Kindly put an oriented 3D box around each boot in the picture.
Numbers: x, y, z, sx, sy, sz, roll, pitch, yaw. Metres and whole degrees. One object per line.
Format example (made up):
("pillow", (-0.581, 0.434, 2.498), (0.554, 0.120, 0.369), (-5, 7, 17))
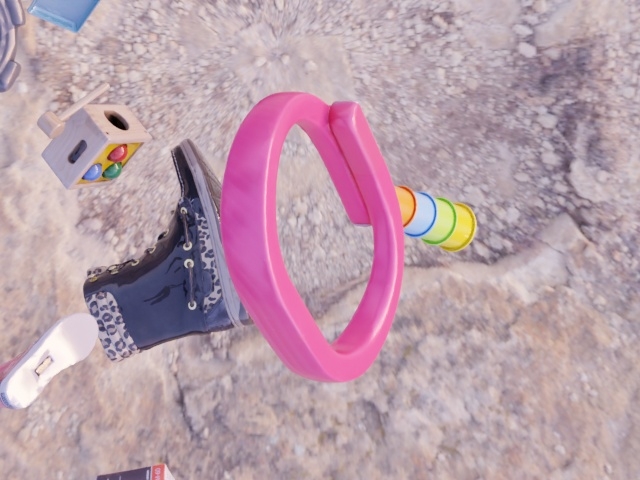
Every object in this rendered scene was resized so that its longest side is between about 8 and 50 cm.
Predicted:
("boot", (-0.290, 0.022, 1.739), (0.284, 0.138, 0.377), (-22, 73, 7))

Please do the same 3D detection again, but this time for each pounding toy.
("pounding toy", (-0.382, -0.171, 1.614), (0.181, 0.206, 0.094), (-44, 78, 23))

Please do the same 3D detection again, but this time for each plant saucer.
("plant saucer", (-0.276, -0.313, 1.118), (0.067, 0.192, 0.018), (20, 56, -30))

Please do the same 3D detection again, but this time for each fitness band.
("fitness band", (0.000, 0.000, 0.853), (0.054, 0.209, 0.291), (5, 144, 29))

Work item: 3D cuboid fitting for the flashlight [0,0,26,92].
("flashlight", (-0.344, -0.149, 0.678), (0.304, 0.103, 0.103), (8, 127, 34))

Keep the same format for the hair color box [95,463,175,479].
("hair color box", (-0.105, 0.239, 0.664), (0.053, 0.093, 0.167), (-12, 137, 6))

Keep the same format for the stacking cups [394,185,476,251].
("stacking cups", (0.151, -0.045, 1.685), (0.316, 0.096, 0.096), (11, 104, -48))

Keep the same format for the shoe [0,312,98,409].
("shoe", (-0.380, 0.160, 1.286), (0.081, 0.178, 0.063), (-11, 116, 38))
